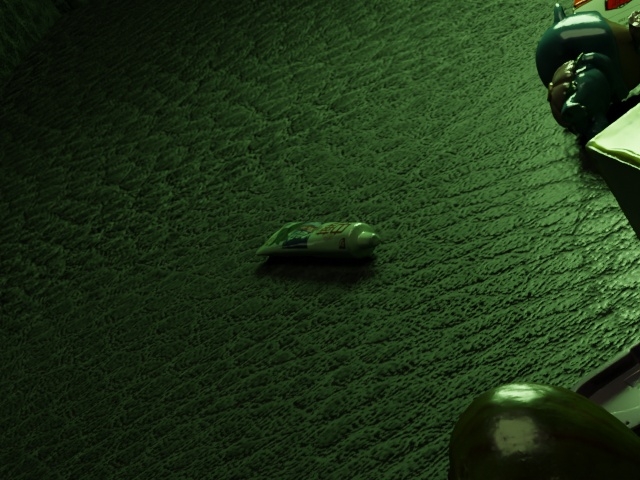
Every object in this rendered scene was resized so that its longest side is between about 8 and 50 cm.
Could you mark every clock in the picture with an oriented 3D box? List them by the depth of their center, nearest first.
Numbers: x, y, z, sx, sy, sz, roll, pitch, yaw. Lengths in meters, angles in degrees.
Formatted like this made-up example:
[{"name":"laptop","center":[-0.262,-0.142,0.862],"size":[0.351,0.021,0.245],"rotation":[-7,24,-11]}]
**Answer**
[{"name":"clock","center":[0.268,0.112,1.445],"size":[0.152,0.050,0.110],"rotation":[-33,20,-2]}]

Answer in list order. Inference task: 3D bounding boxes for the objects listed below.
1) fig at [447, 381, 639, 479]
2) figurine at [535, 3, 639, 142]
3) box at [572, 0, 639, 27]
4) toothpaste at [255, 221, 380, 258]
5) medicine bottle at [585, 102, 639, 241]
[{"name":"fig","center":[0.217,0.172,1.309],"size":[0.259,0.151,0.151],"rotation":[-1,28,11]},{"name":"figurine","center":[0.296,-0.172,2.002],"size":[0.144,0.114,0.178],"rotation":[-16,36,20]},{"name":"box","center":[0.354,-0.261,2.203],"size":[0.139,0.035,0.245],"rotation":[-24,22,23]},{"name":"toothpaste","center":[0.000,0.000,2.117],"size":[0.060,0.038,0.233],"rotation":[-39,19,-24]},{"name":"medicine bottle","center":[0.373,-0.086,1.623],"size":[0.250,0.137,0.141],"rotation":[-37,21,-9]}]
